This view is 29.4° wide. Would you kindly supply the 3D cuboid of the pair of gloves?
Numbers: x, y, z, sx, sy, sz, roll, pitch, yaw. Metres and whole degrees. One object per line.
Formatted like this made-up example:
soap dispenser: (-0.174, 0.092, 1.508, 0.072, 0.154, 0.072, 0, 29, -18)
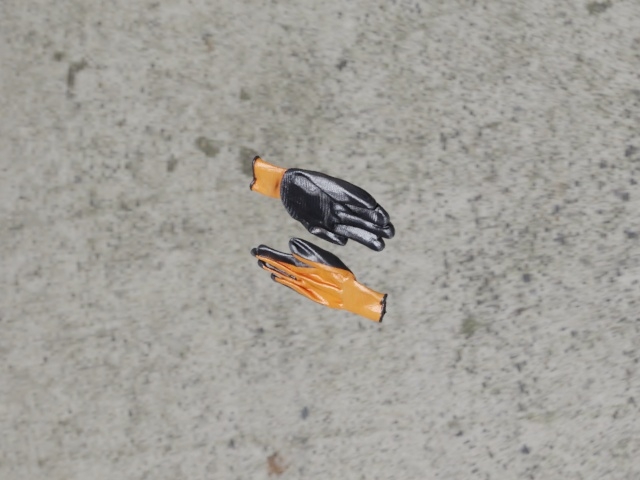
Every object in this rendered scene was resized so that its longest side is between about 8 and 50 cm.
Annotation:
pair of gloves: (0.000, 0.000, 0.569, 0.074, 0.010, 0.083, 22, 138, 17)
